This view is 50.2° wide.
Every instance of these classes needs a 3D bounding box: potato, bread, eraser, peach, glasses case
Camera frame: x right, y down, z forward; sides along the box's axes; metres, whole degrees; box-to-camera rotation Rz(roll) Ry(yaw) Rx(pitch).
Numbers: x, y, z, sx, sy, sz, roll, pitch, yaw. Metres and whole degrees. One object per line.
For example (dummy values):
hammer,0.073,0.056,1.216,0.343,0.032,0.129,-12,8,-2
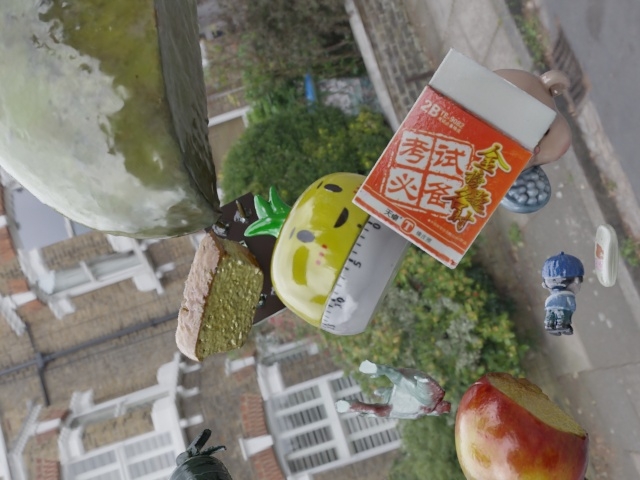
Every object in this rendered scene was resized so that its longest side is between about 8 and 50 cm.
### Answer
potato,-0.169,-0.122,0.552,0.255,0.269,0.112,55,-168,15
bread,-0.140,0.081,0.956,0.065,0.103,0.187,29,107,43
eraser,0.167,-0.102,0.860,0.157,0.230,0.038,34,-169,8
peach,0.282,0.274,0.962,0.190,0.190,0.192,70,-146,-58
glasses case,0.364,0.019,0.869,0.032,0.021,0.083,-113,13,-67

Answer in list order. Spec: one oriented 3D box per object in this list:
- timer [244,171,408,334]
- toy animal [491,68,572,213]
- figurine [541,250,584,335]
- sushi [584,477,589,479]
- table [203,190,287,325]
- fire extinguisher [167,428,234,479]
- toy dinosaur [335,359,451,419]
timer,0.000,0.000,1.126,0.285,0.285,0.285,-19,-90,-89
toy animal,0.281,-0.174,1.124,0.221,0.210,0.229,41,157,56
figurine,0.442,0.098,1.260,0.086,0.087,0.149,-19,47,55
sushi,0.442,0.601,1.241,0.348,0.234,0.207,-59,-44,-25
table,-0.136,0.031,1.320,0.240,0.121,0.111,61,180,10
fire extinguisher,-0.136,0.376,0.923,0.311,0.114,0.095,36,156,52
toy dinosaur,0.108,0.171,0.762,0.242,0.167,0.053,128,148,-62
